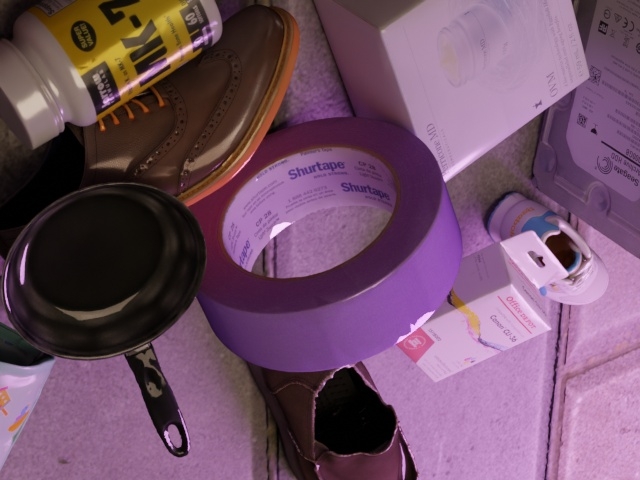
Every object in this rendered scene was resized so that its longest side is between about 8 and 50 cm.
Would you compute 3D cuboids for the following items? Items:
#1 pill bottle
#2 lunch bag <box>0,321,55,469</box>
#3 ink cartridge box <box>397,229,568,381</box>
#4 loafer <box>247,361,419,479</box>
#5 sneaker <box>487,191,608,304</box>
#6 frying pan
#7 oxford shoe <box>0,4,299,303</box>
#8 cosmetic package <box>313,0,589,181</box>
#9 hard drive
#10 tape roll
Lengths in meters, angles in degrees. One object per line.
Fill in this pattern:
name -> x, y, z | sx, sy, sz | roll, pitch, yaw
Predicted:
pill bottle -> -0.204, -0.179, 1.663 | 0.208, 0.119, 0.119 | -36, 134, -15
lunch bag -> -0.399, 0.161, 1.703 | 0.262, 0.160, 0.223 | 19, 103, -38
ink cartridge box -> 0.187, 0.076, 2.115 | 0.198, 0.067, 0.115 | -27, 138, 18
loafer -> 0.028, 0.228, 2.100 | 0.134, 0.130, 0.366 | -42, 135, -9
sneaker -> 0.290, 0.028, 2.208 | 0.087, 0.092, 0.228 | -55, 137, 1
frying pan -> -0.167, 0.059, 1.742 | 0.197, 0.053, 0.326 | -41, 130, 6
oxford shoe -> -0.166, -0.099, 1.742 | 0.364, 0.130, 0.133 | -49, 132, -1
cosmetic package -> 0.138, -0.217, 1.899 | 0.224, 0.138, 0.224 | -35, 133, -13
hard drive -> 0.358, -0.166, 2.035 | 0.064, 0.237, 0.339 | -10, 124, -33
tape roll -> 0.000, 0.000, 1.829 | 0.275, 0.275, 0.090 | -37, 134, -14
